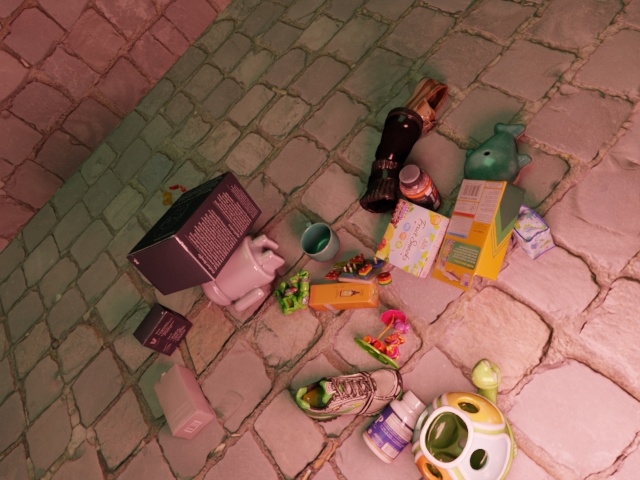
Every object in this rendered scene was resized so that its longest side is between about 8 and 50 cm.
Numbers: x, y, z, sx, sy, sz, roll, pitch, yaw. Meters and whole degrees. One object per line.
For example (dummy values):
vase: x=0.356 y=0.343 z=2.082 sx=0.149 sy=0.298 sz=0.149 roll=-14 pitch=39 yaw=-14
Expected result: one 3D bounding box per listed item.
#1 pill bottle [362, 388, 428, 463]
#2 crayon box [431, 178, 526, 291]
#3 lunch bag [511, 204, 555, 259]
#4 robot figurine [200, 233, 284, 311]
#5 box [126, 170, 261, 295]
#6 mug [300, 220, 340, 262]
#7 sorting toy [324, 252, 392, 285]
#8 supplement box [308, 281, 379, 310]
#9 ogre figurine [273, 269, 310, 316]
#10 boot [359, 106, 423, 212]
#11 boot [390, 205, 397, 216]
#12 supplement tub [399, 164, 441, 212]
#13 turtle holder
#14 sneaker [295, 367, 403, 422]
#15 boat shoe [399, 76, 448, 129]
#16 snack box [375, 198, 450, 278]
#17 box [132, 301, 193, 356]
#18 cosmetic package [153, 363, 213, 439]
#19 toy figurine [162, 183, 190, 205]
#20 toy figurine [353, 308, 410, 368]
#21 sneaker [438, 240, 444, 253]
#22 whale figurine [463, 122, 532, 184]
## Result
pill bottle: x=0.216 y=0.513 z=1.391 sx=0.187 sy=0.112 sz=0.112 roll=-47 pitch=50 yaw=-1
crayon box: x=0.459 y=-0.014 z=1.470 sx=0.203 sy=0.083 sz=0.323 roll=25 pitch=97 yaw=69
lunch bag: x=0.598 y=-0.037 z=1.461 sx=0.096 sy=0.129 sz=0.151 roll=-34 pitch=52 yaw=10
robot figurine: x=-0.312 y=0.117 z=1.889 sx=0.353 sy=0.200 sz=0.300 roll=-31 pitch=59 yaw=13
box: x=-0.451 y=-0.028 z=1.829 sx=0.293 sy=0.212 sz=0.395 roll=-17 pitch=30 yaw=36
mug: x=0.007 y=0.002 z=1.825 sx=0.129 sy=0.097 sz=0.158 roll=-9 pitch=59 yaw=28
sorting toy: x=0.136 y=0.088 z=1.680 sx=0.274 sy=0.046 sz=0.132 roll=2 pitch=29 yaw=39
supplement box: x=0.079 y=0.189 z=1.687 sx=0.233 sy=0.080 sz=0.078 roll=-8 pitch=60 yaw=30
ogre figurine: x=-0.098 y=0.195 z=1.775 sx=0.197 sy=0.097 sz=0.118 roll=-26 pitch=62 yaw=24
boot: x=0.241 y=-0.261 z=1.712 sx=0.131 sy=0.348 sz=0.260 roll=18 pitch=67 yaw=3
boot: x=0.271 y=-0.066 z=1.740 sx=0.106 sy=0.037 sz=0.114 roll=-34 pitch=53 yaw=-6
supplement tub: x=0.328 y=-0.170 z=1.659 sx=0.106 sy=0.198 sz=0.106 roll=-14 pitch=58 yaw=24
turtle holder: x=0.369 y=0.482 z=1.239 sx=0.320 sy=0.227 sz=0.243 roll=-39 pitch=50 yaw=7
sneaker: x=0.083 y=0.460 z=1.482 sx=0.343 sy=0.146 sz=0.134 roll=-23 pitch=54 yaw=18
boat shoe: x=0.371 y=-0.473 z=1.862 sx=0.116 sy=0.123 sz=0.324 roll=22 pitch=78 yaw=36
snack box: x=0.297 y=-0.007 z=1.603 sx=0.174 sy=0.070 sz=0.207 roll=28 pitch=99 yaw=36
box: x=-0.622 y=0.352 z=1.974 sx=0.093 sy=0.158 sz=0.156 roll=28 pitch=80 yaw=39
cosmetic package: x=-0.500 y=0.579 z=1.807 sx=0.127 sy=0.107 sz=0.238 roll=-43 pitch=47 yaw=3
toy figurine: x=-0.539 y=-0.084 z=2.200 sx=0.191 sy=0.217 sz=0.363 roll=2 pitch=108 yaw=18
toy figurine: x=0.213 y=0.285 z=1.522 sx=0.173 sy=0.130 sz=0.159 roll=19 pitch=65 yaw=50
sneaker: x=0.327 y=0.012 z=1.646 sx=0.161 sy=0.057 sz=0.075 roll=4 pitch=60 yaw=30
whale figurine: x=0.569 y=-0.283 z=1.612 sx=0.216 sy=0.141 sz=0.272 roll=16 pitch=73 yaw=38
